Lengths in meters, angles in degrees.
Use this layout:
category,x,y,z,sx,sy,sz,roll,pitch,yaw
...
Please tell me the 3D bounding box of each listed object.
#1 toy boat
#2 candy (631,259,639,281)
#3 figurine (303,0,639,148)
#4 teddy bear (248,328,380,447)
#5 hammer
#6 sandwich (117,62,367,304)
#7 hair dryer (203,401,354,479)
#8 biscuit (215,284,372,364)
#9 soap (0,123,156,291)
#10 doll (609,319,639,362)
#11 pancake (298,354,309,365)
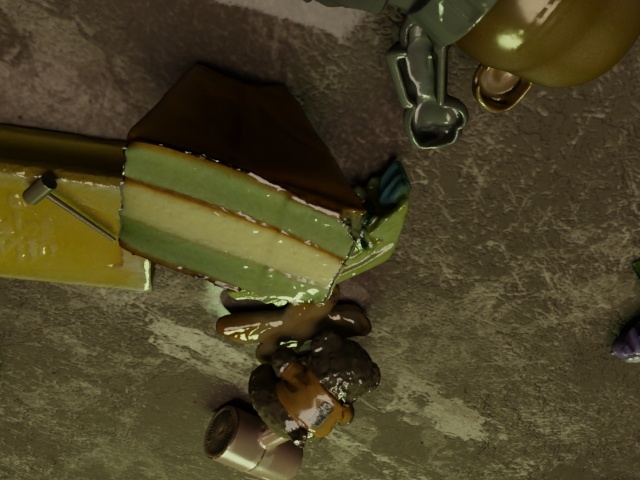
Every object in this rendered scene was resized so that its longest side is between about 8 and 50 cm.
category,x,y,z,sx,sy,sz,roll,pitch,yaw
toy boat,0.004,0.003,0.711,0.276,0.111,0.084,-28,132,17
candy,0.584,0.035,0.805,0.194,0.062,0.097,-31,127,22
figurine,0.154,-0.236,0.470,0.284,0.167,0.342,23,148,-12
teddy bear,-0.003,0.230,0.844,0.177,0.140,0.190,39,100,-14
hammer,-0.279,-0.031,0.616,0.035,0.019,0.110,-29,132,21
sandwich,-0.067,-0.065,0.585,0.227,0.198,0.155,21,130,-3
hair dryer,-0.039,0.348,1.011,0.344,0.107,0.189,-33,126,29
biscuit,-0.040,0.136,0.871,0.207,0.047,0.164,-26,127,19
soap,-0.361,-0.038,0.671,0.314,0.091,0.199,7,130,-10
doll,0.558,0.155,0.890,0.110,0.067,0.206,-13,157,-28
pancake,-0.013,0.265,1.002,0.158,0.028,0.158,0,132,0
